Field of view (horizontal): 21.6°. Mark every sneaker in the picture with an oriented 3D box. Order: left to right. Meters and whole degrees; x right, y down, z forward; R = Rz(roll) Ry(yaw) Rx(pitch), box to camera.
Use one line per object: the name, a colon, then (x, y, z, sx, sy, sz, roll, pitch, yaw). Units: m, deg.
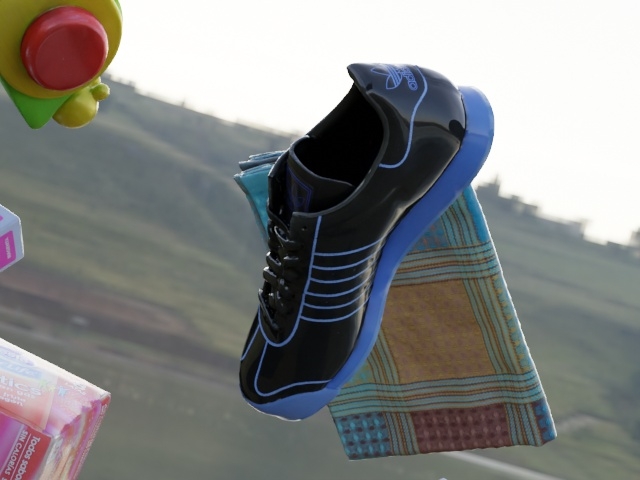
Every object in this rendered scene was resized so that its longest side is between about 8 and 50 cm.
sneaker: (0.000, 0.000, 0.925, 0.090, 0.232, 0.081, 13, 27, -37)

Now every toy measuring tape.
toy measuring tape: (-0.232, -0.213, 1.278, 0.121, 0.121, 0.330, 12, -35, 30)

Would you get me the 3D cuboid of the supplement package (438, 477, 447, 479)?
supplement package: (0.116, 0.385, 1.483, 0.262, 0.204, 0.145, 44, -36, -4)

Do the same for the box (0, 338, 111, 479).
box: (-0.302, 0.237, 1.336, 0.142, 0.300, 0.154, 26, 11, 6)

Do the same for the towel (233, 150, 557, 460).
towel: (0.078, 0.064, 1.789, 0.271, 0.370, 0.040, -10, 18, 35)

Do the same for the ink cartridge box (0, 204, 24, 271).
ink cartridge box: (-0.460, 0.029, 1.594, 0.186, 0.311, 0.065, 32, -38, 28)
